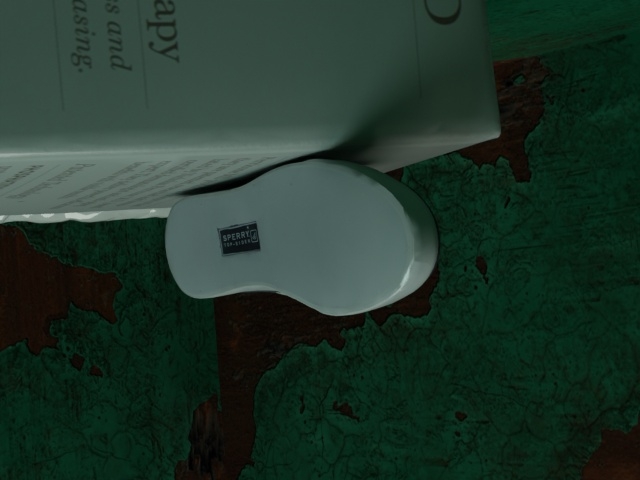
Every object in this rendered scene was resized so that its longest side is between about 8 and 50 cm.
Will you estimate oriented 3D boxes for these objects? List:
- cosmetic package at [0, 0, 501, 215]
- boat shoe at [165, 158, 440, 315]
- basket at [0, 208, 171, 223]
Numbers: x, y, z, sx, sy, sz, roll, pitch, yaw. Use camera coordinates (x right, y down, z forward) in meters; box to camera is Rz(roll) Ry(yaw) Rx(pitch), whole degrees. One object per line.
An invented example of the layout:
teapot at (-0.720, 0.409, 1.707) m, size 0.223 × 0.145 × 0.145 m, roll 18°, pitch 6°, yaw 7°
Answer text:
cosmetic package at (-0.141, -0.195, 1.018) m, size 0.393 × 0.330 × 0.327 m, roll -4°, pitch 176°, yaw -26°
boat shoe at (0.000, 0.000, 0.975) m, size 0.088 × 0.096 × 0.267 m, roll -8°, pitch 178°, yaw -35°
basket at (-0.232, -0.183, 1.309) m, size 0.328 × 0.331 × 0.266 m, roll -3°, pitch -177°, yaw -25°
